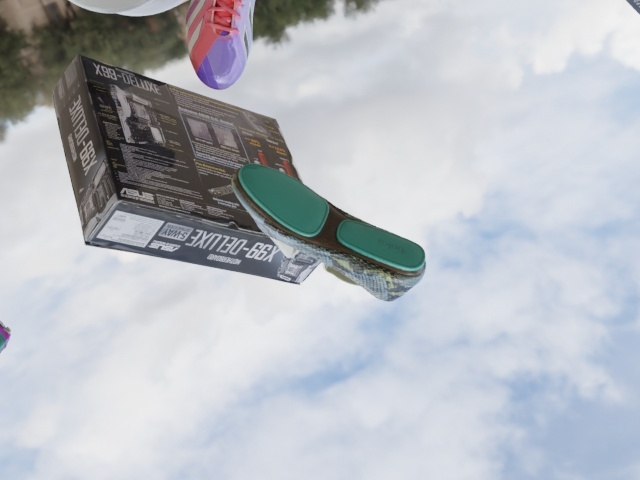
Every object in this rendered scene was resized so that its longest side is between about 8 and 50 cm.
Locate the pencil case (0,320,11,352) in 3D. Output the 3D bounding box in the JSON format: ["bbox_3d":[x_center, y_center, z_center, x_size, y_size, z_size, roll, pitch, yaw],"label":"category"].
[{"bbox_3d":[-0.372,0.053,0.964,0.070,0.151,0.064,-21,-160,-2],"label":"pencil case"}]

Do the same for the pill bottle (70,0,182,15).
[{"bbox_3d":[-0.238,-0.431,1.305,0.224,0.224,0.392,-16,-162,12],"label":"pill bottle"}]

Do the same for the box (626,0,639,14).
[{"bbox_3d":[0.410,-0.374,1.133,0.108,0.207,0.153,-4,-119,51],"label":"box"}]

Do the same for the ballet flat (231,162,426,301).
[{"bbox_3d":[0.000,0.000,0.838,0.188,0.070,0.070,29,-144,3],"label":"ballet flat"}]

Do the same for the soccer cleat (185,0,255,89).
[{"bbox_3d":[-0.103,-0.303,1.111,0.083,0.248,0.095,13,174,-14],"label":"soccer cleat"}]

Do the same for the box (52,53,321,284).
[{"bbox_3d":[-0.155,-0.082,1.155,0.076,0.307,0.242,-48,-131,30],"label":"box"}]
